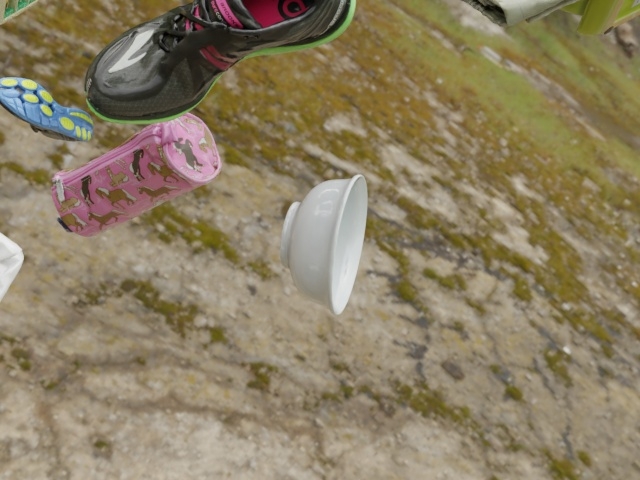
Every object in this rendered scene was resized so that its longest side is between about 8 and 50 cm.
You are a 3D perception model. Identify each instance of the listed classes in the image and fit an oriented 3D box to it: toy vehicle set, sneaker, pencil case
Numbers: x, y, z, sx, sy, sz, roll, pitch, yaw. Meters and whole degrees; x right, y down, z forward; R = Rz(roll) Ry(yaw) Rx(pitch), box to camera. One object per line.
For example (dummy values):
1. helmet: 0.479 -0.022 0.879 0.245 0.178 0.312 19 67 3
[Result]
1. toy vehicle set: -0.606 -0.544 1.654 0.035 0.166 0.267 16 24 -10
2. sneaker: -0.174 -0.352 1.331 0.185 0.483 0.202 61 -3 13
3. sneaker: -0.438 -0.195 1.281 0.188 0.078 0.067 28 58 -62
4. pencil case: -0.379 -0.131 1.659 0.167 0.386 0.160 -37 104 -55

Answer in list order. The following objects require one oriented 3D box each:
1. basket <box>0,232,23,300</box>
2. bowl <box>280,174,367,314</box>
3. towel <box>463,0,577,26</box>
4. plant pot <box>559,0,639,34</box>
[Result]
1. basket: -0.549 0.059 0.830 0.328 0.331 0.266 38 -19 -30
2. bowl: 0.000 0.000 1.702 0.134 0.297 0.298 9 21 12
3. towel: 0.307 -0.368 1.033 0.312 0.324 0.056 -115 -175 -53
4. plant pot: 0.469 -0.477 1.305 0.207 0.227 0.228 58 -12 19
